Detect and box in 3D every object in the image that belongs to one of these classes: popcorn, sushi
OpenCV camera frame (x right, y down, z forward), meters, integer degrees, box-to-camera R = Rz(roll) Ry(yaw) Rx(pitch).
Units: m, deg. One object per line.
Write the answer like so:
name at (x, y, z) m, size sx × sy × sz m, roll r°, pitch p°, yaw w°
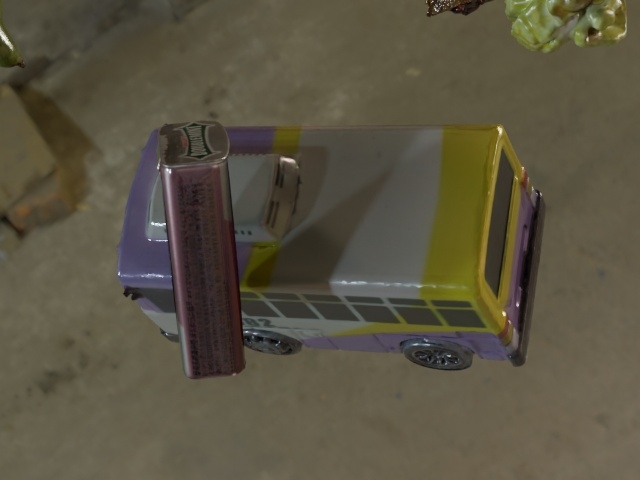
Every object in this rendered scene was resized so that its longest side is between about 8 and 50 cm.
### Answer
popcorn at (0.258, -0.270, 1.448) m, size 0.141 × 0.162 × 0.135 m, roll -25°, pitch 51°, yaw 45°
sushi at (0.150, -0.251, 1.366) m, size 0.099 × 0.047 × 0.050 m, roll -16°, pitch 23°, yaw -6°

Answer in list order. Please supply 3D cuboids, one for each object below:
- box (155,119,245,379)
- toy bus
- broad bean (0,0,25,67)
box at (-0.114, 0.009, 1.304) m, size 0.069 × 0.224 × 0.120 m, roll -6°, pitch 23°, yaw -6°
toy bus at (0.000, 0.000, 1.491) m, size 0.440 × 0.249 × 0.209 m, roll 2°, pitch 67°, yaw 23°
broad bean at (-0.372, -0.288, 1.257) m, size 0.067 × 0.325 × 0.075 m, roll -37°, pitch 1°, yaw 17°
